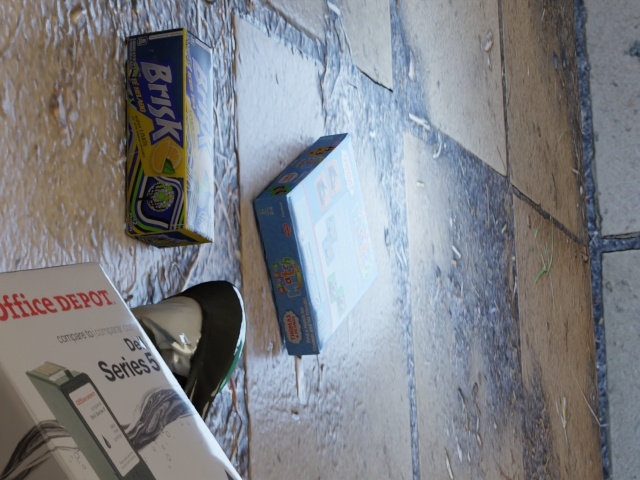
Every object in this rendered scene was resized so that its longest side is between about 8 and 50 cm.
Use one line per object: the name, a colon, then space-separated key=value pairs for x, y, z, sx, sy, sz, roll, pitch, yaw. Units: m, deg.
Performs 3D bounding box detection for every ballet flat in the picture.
ballet flat: x=-0.124 y=0.113 z=1.405 sx=0.096 sy=0.095 sz=0.280 roll=53 pitch=35 yaw=-34

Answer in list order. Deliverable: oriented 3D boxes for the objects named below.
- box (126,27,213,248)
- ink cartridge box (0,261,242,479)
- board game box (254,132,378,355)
box: x=-0.121 y=-0.082 z=1.515 sx=0.059 sy=0.054 sz=0.169 roll=29 pitch=56 yaw=-66
ink cartridge box: x=-0.145 y=0.155 z=1.125 sx=0.273 sy=0.114 sz=0.198 roll=56 pitch=17 yaw=9
board game box: x=0.000 y=0.000 z=1.842 sx=0.211 sy=0.039 sz=0.160 roll=-47 pitch=128 yaw=-63
